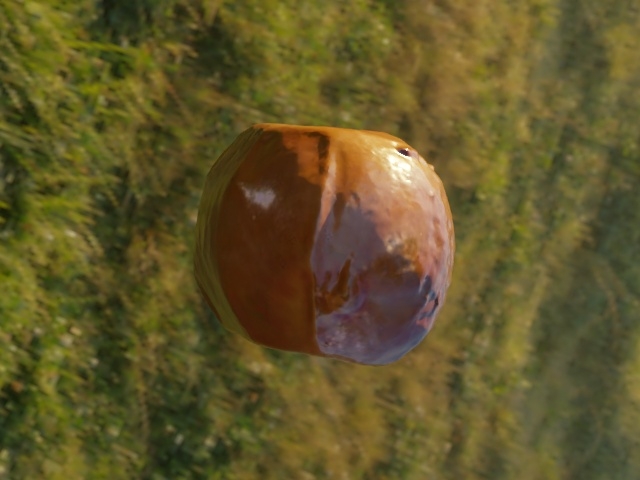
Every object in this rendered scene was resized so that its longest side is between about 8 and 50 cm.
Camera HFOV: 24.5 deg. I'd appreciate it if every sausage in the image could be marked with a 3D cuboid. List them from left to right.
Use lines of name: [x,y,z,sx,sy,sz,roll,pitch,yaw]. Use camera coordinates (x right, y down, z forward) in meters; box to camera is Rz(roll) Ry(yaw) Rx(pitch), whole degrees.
sausage: [0.000,-0.001,0.940,0.268,0.153,0.141,-161,-105,-79]
